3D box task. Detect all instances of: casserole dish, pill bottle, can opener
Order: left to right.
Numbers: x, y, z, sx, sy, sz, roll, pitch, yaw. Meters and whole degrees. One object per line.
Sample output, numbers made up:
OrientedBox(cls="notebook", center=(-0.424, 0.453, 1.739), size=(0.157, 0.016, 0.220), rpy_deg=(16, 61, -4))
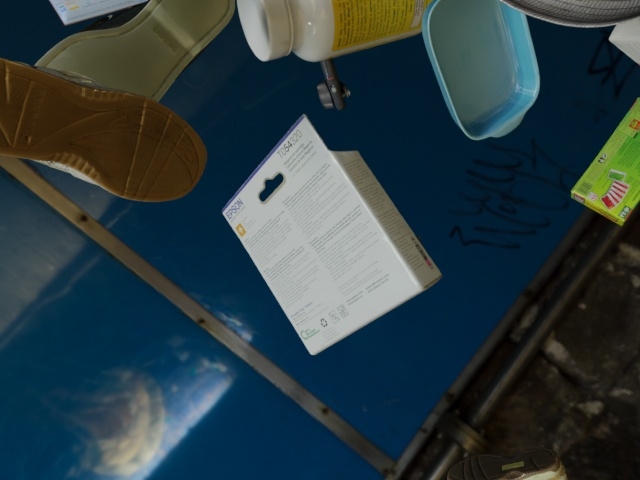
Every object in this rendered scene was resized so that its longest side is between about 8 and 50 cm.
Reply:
OrientedBox(cls="can opener", center=(0.021, -0.379, 1.390), size=(0.073, 0.059, 0.186), rpy_deg=(-17, -46, 1))
OrientedBox(cls="pill bottle", center=(0.037, -0.417, 1.036), size=(0.334, 0.188, 0.187), rpy_deg=(-21, -46, -18))
OrientedBox(cls="casserole dish", center=(0.169, -0.198, 0.649), size=(0.114, 0.037, 0.188), rpy_deg=(-35, -57, -8))

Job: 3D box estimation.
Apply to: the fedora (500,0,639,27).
OrientedBox(cls="fedora", center=(0.218, -0.305, 0.472), size=(0.243, 0.275, 0.124), rpy_deg=(-58, -18, 18))

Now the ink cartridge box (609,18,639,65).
OrientedBox(cls="ink cartridge box", center=(0.428, -0.214, 0.643), size=(0.115, 0.198, 0.067), rpy_deg=(26, -82, -24))

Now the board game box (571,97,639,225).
OrientedBox(cls="board game box", center=(0.494, -0.125, 0.967), size=(0.181, 0.092, 0.043), rpy_deg=(-56, -23, 4))

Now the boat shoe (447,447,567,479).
OrientedBox(cls="boat shoe", center=(0.304, 0.394, 0.990), size=(0.072, 0.190, 0.068), rpy_deg=(59, -147, -19))

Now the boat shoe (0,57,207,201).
OrientedBox(cls="boat shoe", center=(-0.226, -0.110, 0.563), size=(0.277, 0.096, 0.098), rpy_deg=(19, -81, -54))

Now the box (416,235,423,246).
OrientedBox(cls="box", center=(0.161, 0.035, 1.198), size=(0.083, 0.052, 0.062), rpy_deg=(-9, -53, 0))

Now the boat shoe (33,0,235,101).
OrientedBox(cls="boat shoe", center=(-0.261, -0.237, 0.810), size=(0.127, 0.113, 0.340), rpy_deg=(45, -112, -20))

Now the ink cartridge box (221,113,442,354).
OrientedBox(cls="ink cartridge box", center=(0.000, 0.000, 1.046), size=(0.071, 0.330, 0.324), rpy_deg=(-25, -10, -42))

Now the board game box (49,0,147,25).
OrientedBox(cls="board game box", center=(-0.288, -0.415, 0.878), size=(0.145, 0.282, 0.027), rpy_deg=(67, -160, -44))
